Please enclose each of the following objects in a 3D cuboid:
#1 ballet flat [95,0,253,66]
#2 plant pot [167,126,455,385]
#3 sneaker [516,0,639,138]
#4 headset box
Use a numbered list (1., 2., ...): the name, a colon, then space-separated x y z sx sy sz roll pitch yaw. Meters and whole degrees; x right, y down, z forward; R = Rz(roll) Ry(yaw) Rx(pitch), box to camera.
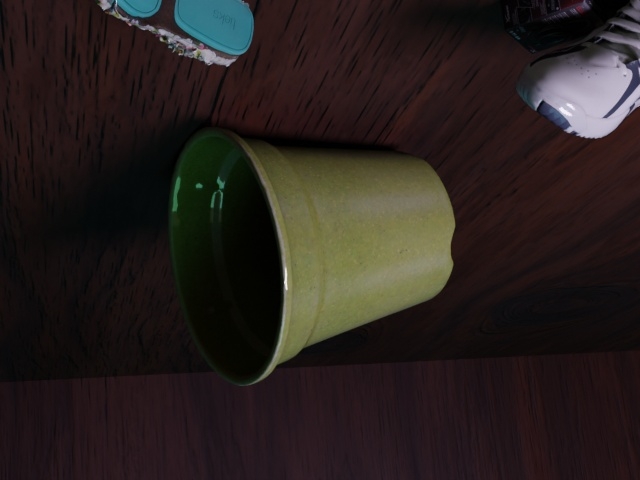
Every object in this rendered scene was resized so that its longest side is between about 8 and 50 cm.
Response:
1. ballet flat: -0.136 -0.192 0.811 0.077 0.091 0.241 11 168 28
2. plant pot: 0.000 0.000 1.221 0.254 0.276 0.276 -10 167 -31
3. sneaker: 0.270 -0.175 0.910 0.235 0.094 0.153 -8 138 -37
4. headset box: 0.211 -0.201 0.965 0.083 0.032 0.062 -14 161 30
